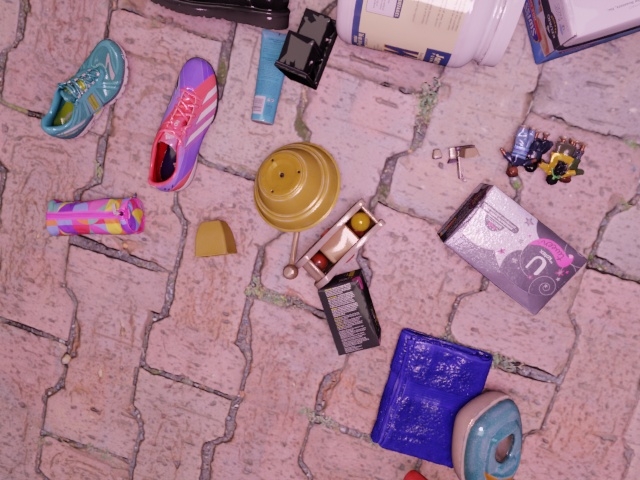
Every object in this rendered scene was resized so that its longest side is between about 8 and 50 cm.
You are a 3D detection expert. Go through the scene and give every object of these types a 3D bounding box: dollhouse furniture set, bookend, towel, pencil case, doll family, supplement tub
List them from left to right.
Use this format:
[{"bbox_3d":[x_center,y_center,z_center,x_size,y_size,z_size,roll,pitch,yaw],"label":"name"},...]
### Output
[{"bbox_3d":[-0.552,-0.059,1.153,0.236,0.104,0.105,-3,99,9],"label":"pencil case"},{"bbox_3d":[-0.023,-0.418,0.993,0.072,0.156,0.157,23,101,4],"label":"bookend"},{"bbox_3d":[0.211,-0.476,0.912,0.324,0.235,0.236,15,101,5],"label":"supplement tub"},{"bbox_3d":[0.264,0.386,1.129,0.227,0.076,0.309,16,101,6],"label":"towel"},{"bbox_3d":[0.297,-0.159,1.017,0.090,0.114,0.081,-7,103,6],"label":"dollhouse furniture set"},{"bbox_3d":[0.481,-0.176,1.012,0.192,0.076,0.112,19,106,9],"label":"doll family"}]

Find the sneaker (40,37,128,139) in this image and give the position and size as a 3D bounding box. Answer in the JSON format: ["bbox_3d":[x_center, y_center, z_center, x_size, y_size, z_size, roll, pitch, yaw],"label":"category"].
[{"bbox_3d":[-0.551,-0.348,1.099,0.107,0.110,0.275,39,101,0],"label":"sneaker"}]

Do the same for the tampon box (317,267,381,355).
[{"bbox_3d":[0.071,0.163,1.094,0.101,0.120,0.161,-17,97,10],"label":"tampon box"}]

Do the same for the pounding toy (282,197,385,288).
[{"bbox_3d":[0.000,0.000,1.060,0.269,0.154,0.155,-44,92,12],"label":"pounding toy"}]

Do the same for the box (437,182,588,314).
[{"bbox_3d":[0.406,0.011,1.014,0.247,0.142,0.163,39,102,0],"label":"box"}]

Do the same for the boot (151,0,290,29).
[{"bbox_3d":[-0.202,-0.603,0.957,0.347,0.131,0.260,9,128,-3],"label":"boot"}]

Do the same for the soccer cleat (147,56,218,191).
[{"bbox_3d":[-0.319,-0.263,1.078,0.108,0.116,0.319,20,102,4],"label":"soccer cleat"}]

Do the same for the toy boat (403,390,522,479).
[{"bbox_3d":[0.342,0.504,1.040,0.318,0.148,0.268,-26,120,-23],"label":"toy boat"}]

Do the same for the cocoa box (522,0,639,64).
[{"bbox_3d":[0.574,-0.509,0.861,0.346,0.228,0.232,-16,97,10],"label":"cocoa box"}]

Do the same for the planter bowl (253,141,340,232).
[{"bbox_3d":[-0.071,-0.133,1.041,0.217,0.090,0.217,-4,77,18],"label":"planter bowl"}]

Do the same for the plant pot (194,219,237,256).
[{"bbox_3d":[-0.255,-0.005,1.134,0.081,0.081,0.084,-7,88,9],"label":"plant pot"}]

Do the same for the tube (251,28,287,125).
[{"bbox_3d":[-0.115,-0.372,1.071,0.080,0.052,0.207,12,96,1],"label":"tube"}]
